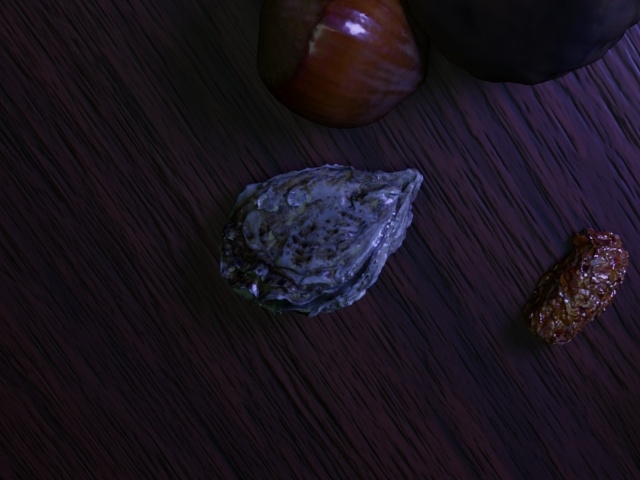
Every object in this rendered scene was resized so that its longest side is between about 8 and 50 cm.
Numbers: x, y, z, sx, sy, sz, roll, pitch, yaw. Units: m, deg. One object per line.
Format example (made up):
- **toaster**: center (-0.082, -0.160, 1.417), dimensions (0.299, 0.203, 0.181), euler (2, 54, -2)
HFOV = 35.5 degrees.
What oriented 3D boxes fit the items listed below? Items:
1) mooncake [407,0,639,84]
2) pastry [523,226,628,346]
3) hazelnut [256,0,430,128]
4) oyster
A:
- **mooncake**: center (0.228, -0.315, 1.070), dimensions (0.290, 0.161, 0.290), euler (22, 125, 36)
- **pastry**: center (0.325, 0.065, 1.263), dimensions (0.087, 0.063, 0.169), euler (32, 109, 2)
- **hazelnut**: center (0.027, -0.237, 1.164), dimensions (0.210, 0.186, 0.210), euler (-4, 80, 23)
- **oyster**: center (0.000, 0.000, 1.284), dimensions (0.267, 0.112, 0.198), euler (-2, 84, 18)
